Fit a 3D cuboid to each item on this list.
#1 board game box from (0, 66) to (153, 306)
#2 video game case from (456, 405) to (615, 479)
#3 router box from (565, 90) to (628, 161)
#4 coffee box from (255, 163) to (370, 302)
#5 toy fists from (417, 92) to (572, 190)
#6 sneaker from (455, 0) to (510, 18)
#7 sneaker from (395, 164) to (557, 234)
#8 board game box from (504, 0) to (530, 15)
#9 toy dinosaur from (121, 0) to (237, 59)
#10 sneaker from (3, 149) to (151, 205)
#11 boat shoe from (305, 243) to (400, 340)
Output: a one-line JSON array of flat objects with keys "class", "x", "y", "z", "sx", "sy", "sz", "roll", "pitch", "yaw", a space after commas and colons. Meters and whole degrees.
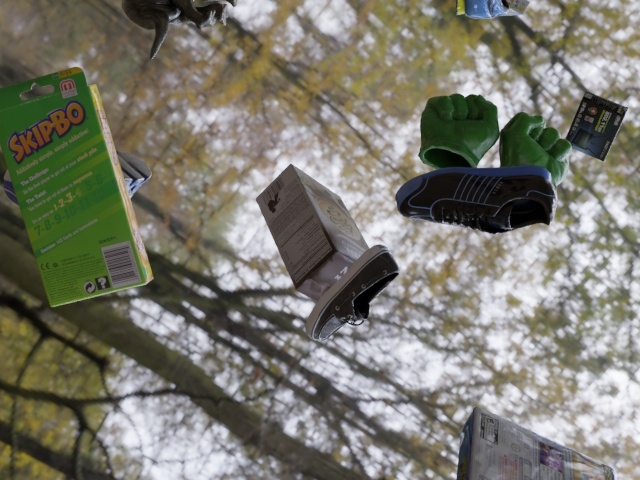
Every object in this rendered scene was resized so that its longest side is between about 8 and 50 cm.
[{"class": "board game box", "x": -0.290, "y": -0.061, "z": 1.167, "sx": 0.124, "sy": 0.259, "sz": 0.039, "roll": -14, "pitch": -170, "yaw": 9}, {"class": "video game case", "x": 0.321, "y": 0.385, "z": 1.485, "sx": 0.269, "sy": 0.244, "sz": 0.061, "roll": -65, "pitch": 179, "yaw": -64}, {"class": "router box", "x": 0.559, "y": -0.231, "z": 2.049, "sx": 0.038, "sy": 0.092, "sz": 0.122, "roll": -53, "pitch": 162, "yaw": -45}, {"class": "coffee box", "x": 0.000, "y": 0.000, "z": 2.039, "sx": 0.119, "sy": 0.168, "sz": 0.297, "roll": -44, "pitch": -138, "yaw": 16}, {"class": "toy fists", "x": 0.308, "y": -0.175, "z": 1.767, "sx": 0.096, "sy": 0.279, "sz": 0.142, "roll": 114, "pitch": -7, "yaw": -59}, {"class": "sneaker", "x": 0.217, "y": -0.383, "z": 1.298, "sx": 0.082, "sy": 0.209, "sz": 0.069, "roll": 5, "pitch": -136, "yaw": 11}, {"class": "sneaker", "x": 0.223, "y": -0.052, "z": 1.450, "sx": 0.232, "sy": 0.081, "sz": 0.090, "roll": -8, "pitch": -137, "yaw": 10}, {"class": "board game box", "x": 0.303, "y": -0.440, "z": 1.806, "sx": 0.026, "sy": 0.103, "sz": 0.154, "roll": -61, "pitch": -167, "yaw": 7}, {"class": "toy dinosaur", "x": -0.208, "y": -0.350, "z": 1.404, "sx": 0.121, "sy": 0.160, "sz": 0.313, "roll": 83, "pitch": 18, "yaw": -61}, {"class": "sneaker", "x": -0.480, "y": -0.067, "z": 1.984, "sx": 0.127, "sy": 0.315, "sz": 0.182, "roll": 39, "pitch": -63, "yaw": 22}, {"class": "boat shoe", "x": 0.062, "y": 0.111, "z": 1.803, "sx": 0.228, "sy": 0.080, "sz": 0.076, "roll": -49, "pitch": -122, "yaw": 18}]
